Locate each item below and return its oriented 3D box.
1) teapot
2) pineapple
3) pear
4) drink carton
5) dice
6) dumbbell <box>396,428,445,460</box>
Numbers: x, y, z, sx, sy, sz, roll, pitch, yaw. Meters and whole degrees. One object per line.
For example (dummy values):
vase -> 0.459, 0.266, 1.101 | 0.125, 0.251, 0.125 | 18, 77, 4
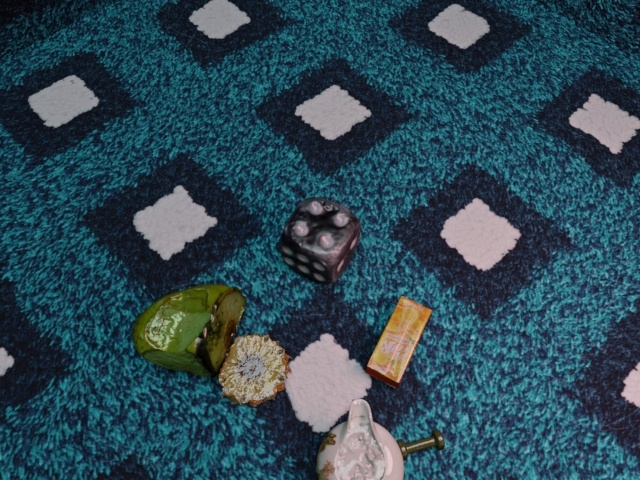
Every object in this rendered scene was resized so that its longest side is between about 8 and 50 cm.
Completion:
teapot -> 0.093, 0.530, 1.215 | 0.204, 0.139, 0.298 | -3, 60, -4
pineapple -> -0.183, 0.333, 1.378 | 0.221, 0.047, 0.221 | -1, 61, 1
pear -> -0.351, 0.207, 1.371 | 0.255, 0.164, 0.238 | 5, 54, 21
drink carton -> 0.208, 0.268, 1.401 | 0.096, 0.071, 0.223 | 25, 65, 13
dice -> 0.000, 0.000, 1.488 | 0.182, 0.181, 0.183 | 25, 64, 15
dumbbell -> 0.242, 0.498, 1.282 | 0.117, 0.052, 0.046 | -12, 37, -7
